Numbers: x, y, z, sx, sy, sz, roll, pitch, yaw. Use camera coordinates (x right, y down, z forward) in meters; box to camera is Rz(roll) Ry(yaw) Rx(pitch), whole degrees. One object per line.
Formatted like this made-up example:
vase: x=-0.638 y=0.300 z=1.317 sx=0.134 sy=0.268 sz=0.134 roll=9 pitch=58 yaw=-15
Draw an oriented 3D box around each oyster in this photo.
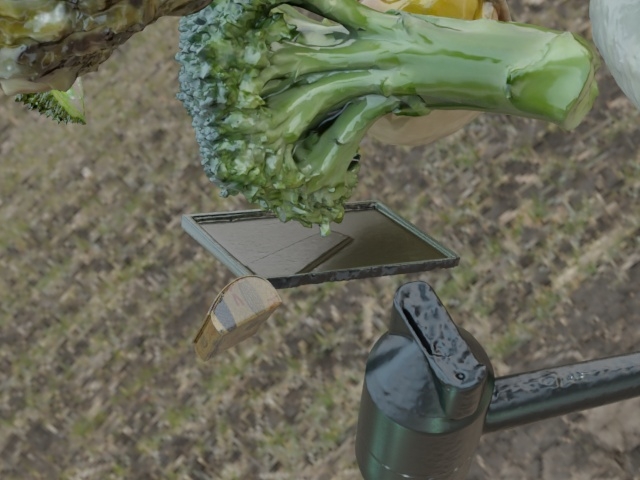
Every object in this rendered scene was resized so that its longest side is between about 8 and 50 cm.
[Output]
oyster: x=-0.103 y=-0.168 z=0.734 sx=0.223 sy=0.083 sz=0.214 roll=-50 pitch=-16 yaw=27

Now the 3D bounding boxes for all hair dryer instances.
hair dryer: x=0.183 y=0.120 z=1.085 sx=0.303 sy=0.244 sz=0.116 roll=-12 pitch=60 yaw=-11

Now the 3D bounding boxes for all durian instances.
durian: x=-0.328 y=-0.226 z=1.371 sx=0.086 sy=0.100 sz=0.215 roll=-27 pitch=77 yaw=43

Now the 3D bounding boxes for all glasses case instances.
glasses case: x=-0.085 y=0.073 z=1.147 sx=0.065 sy=0.041 sz=0.170 roll=-29 pitch=-6 yaw=-16

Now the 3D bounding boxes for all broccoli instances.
broccoli: x=0.045 y=-0.143 z=1.210 sx=0.353 sy=0.397 sz=0.274 roll=164 pitch=113 yaw=-76

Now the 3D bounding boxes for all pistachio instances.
pistachio: x=0.121 y=-0.227 z=1.457 sx=0.230 sy=0.230 sz=0.309 roll=-52 pitch=-6 yaw=-15

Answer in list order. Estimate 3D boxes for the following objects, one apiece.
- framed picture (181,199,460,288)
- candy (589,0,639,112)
framed picture: x=0.000 y=0.001 z=1.376 sx=0.265 sy=0.018 sz=0.192 roll=-5 pitch=24 yaw=-28
candy: x=0.298 y=-0.135 z=0.721 sx=0.296 sy=0.185 sz=0.295 roll=-10 pitch=36 yaw=7
